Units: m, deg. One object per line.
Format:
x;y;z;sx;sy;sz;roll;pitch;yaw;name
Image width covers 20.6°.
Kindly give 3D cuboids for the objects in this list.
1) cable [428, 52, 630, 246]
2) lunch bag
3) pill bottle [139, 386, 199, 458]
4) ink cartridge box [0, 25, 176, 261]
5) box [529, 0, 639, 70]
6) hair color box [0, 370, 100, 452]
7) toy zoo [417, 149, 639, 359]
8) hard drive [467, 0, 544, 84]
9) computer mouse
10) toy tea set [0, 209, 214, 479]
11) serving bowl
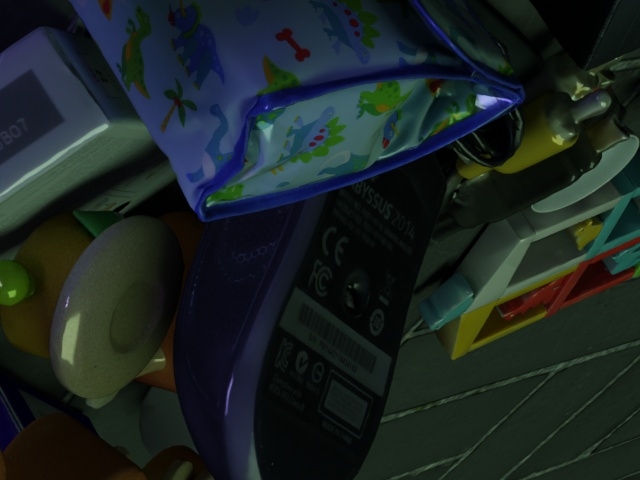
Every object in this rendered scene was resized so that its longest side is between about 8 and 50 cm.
0.075;-0.039;1.069;0.287;0.072;0.139;-27;-169;28;cable
-0.004;-0.092;0.701;0.151;0.129;0.096;-13;154;-37;lunch bag
-0.057;0.130;1.181;0.094;0.094;0.169;-34;159;8;pill bottle
-0.154;-0.017;0.808;0.189;0.066;0.232;-34;180;8;ink cartridge box
0.178;-0.178;0.804;0.158;0.093;0.156;-25;158;-20;box
-0.287;0.215;1.046;0.339;0.110;0.185;-33;160;1;hair color box
0.197;0.001;1.324;0.293;0.030;0.192;-22;158;-22;toy zoo
0.061;-0.089;0.944;0.094;0.022;0.135;-37;158;14;hard drive
0.000;0.000;0.820;0.188;0.072;0.272;46;59;-50;computer mouse
-0.128;0.066;0.847;0.336;0.124;0.200;25;88;-63;toy tea set
0.168;-0.054;1.163;0.083;0.027;0.083;-26;159;-11;serving bowl
